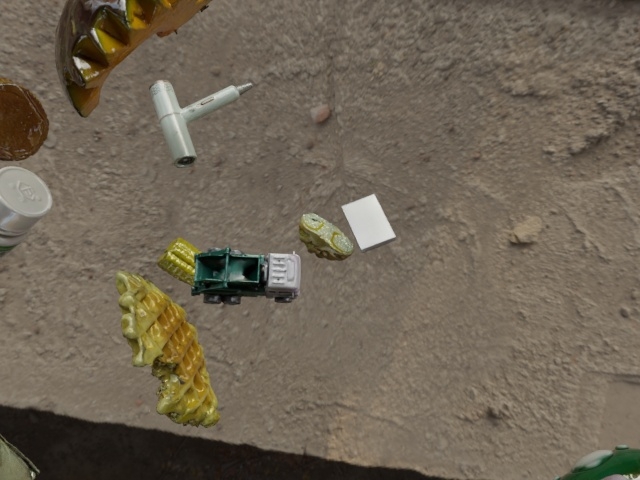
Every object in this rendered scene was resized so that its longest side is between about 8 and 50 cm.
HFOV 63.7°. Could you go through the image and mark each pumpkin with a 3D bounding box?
[{"bbox_3d":[-0.280,-0.302,0.671,0.254,0.130,0.149,-42,90,0],"label":"pumpkin"}]

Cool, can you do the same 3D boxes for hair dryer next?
[{"bbox_3d":[-0.185,-0.220,0.888,0.182,0.044,0.155,-18,76,-10],"label":"hair dryer"}]

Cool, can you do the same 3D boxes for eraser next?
[{"bbox_3d":[0.131,-0.049,1.409,0.103,0.023,0.151,-20,63,-4],"label":"eraser"}]

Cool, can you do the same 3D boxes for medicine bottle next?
[{"bbox_3d":[-0.663,-0.041,1.046,0.236,0.139,0.139,-30,96,23],"label":"medicine bottle"}]

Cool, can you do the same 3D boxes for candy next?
[{"bbox_3d":[-0.330,0.081,1.379,0.198,0.106,0.094,37,63,-14],"label":"candy"}]

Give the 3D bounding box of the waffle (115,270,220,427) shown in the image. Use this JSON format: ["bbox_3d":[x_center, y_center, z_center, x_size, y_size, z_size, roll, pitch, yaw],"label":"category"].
[{"bbox_3d":[-0.241,0.170,0.824,0.056,0.261,0.250,-27,56,2],"label":"waffle"}]

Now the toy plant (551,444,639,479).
[{"bbox_3d":[0.356,0.330,0.642,0.243,0.113,0.233,-14,140,-12],"label":"toy plant"}]

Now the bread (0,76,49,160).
[{"bbox_3d":[-0.320,-0.123,0.517,0.053,0.085,0.085,34,100,38],"label":"bread"}]

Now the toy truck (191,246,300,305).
[{"bbox_3d":[-0.143,0.066,1.001,0.215,0.116,0.111,4,75,-6],"label":"toy truck"}]

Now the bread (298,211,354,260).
[{"bbox_3d":[0.000,0.000,1.324,0.157,0.083,0.094,48,132,-3],"label":"bread"}]

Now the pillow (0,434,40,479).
[{"bbox_3d":[-0.251,0.169,0.214,0.074,0.303,0.185,-14,116,11],"label":"pillow"}]
